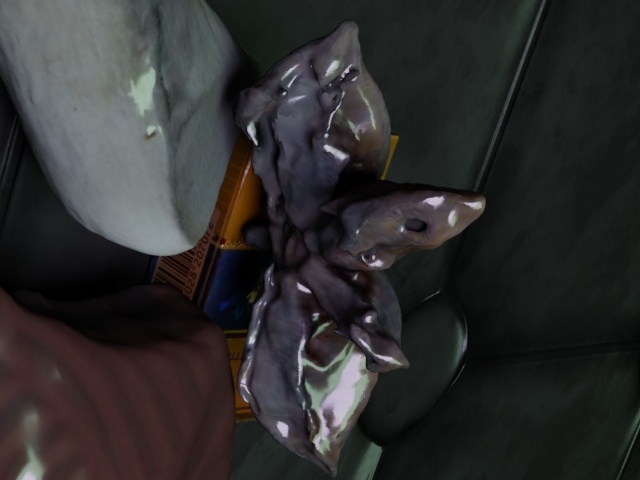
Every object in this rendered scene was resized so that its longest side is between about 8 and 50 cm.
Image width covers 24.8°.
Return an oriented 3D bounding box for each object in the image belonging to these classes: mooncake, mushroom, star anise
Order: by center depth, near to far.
[{"bbox_3d":[-0.127,-0.180,0.792,0.397,0.126,0.177,76,32,-44],"label":"mushroom"},{"bbox_3d":[-0.188,0.138,0.878,0.334,0.174,0.326,-50,133,-26],"label":"mooncake"},{"bbox_3d":[0.001,-0.004,0.897,0.111,0.198,0.257,-9,142,-28],"label":"star anise"}]

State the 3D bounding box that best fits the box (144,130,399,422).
[{"bbox_3d":[-0.047,0.018,1.062,0.152,0.070,0.237,1,115,-49],"label":"box"}]
